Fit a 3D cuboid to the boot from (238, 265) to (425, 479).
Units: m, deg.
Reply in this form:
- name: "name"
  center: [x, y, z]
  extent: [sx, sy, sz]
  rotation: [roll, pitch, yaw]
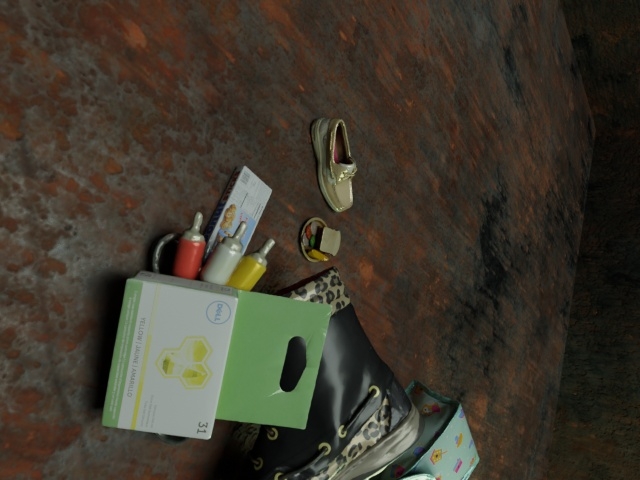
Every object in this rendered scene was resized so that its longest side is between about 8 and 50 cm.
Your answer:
- name: "boot"
  center: [-0.064, 0.229, 0.686]
  extent: [0.378, 0.138, 0.284]
  rotation: [-25, 93, -15]

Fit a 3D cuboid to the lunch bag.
- name: "lunch bag"
  center: [0.191, 0.462, 1.010]
  extent: [0.262, 0.160, 0.223]
  rotation: [-43, 127, -27]

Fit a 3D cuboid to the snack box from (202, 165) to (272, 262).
- name: "snack box"
  center: [-0.127, -0.015, 0.700]
  extent: [0.064, 0.022, 0.178]
  rotation: [42, 60, -42]

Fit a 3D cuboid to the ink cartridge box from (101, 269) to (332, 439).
- name: "ink cartridge box"
  center: [-0.112, 0.140, 0.572]
  extent: [0.235, 0.056, 0.171]
  rotation: [12, 96, -9]

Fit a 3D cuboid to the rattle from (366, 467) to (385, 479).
- name: "rattle"
  center: [0.053, 0.396, 0.934]
  extent: [0.130, 0.143, 0.199]
  rotation: [18, 93, -18]

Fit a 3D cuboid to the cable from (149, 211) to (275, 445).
- name: "cable"
  center: [-0.166, 0.104, 0.603]
  extent: [0.140, 0.072, 0.287]
  rotation: [21, 84, -13]

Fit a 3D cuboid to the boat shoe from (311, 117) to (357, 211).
- name: "boat shoe"
  center: [0.031, -0.129, 0.859]
  extent: [0.063, 0.059, 0.170]
  rotation: [-37, 119, -44]

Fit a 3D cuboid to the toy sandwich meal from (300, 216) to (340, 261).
- name: "toy sandwich meal"
  center: [0.000, 0.000, 0.850]
  extent: [0.086, 0.029, 0.085]
  rotation: [-3, 94, -51]
